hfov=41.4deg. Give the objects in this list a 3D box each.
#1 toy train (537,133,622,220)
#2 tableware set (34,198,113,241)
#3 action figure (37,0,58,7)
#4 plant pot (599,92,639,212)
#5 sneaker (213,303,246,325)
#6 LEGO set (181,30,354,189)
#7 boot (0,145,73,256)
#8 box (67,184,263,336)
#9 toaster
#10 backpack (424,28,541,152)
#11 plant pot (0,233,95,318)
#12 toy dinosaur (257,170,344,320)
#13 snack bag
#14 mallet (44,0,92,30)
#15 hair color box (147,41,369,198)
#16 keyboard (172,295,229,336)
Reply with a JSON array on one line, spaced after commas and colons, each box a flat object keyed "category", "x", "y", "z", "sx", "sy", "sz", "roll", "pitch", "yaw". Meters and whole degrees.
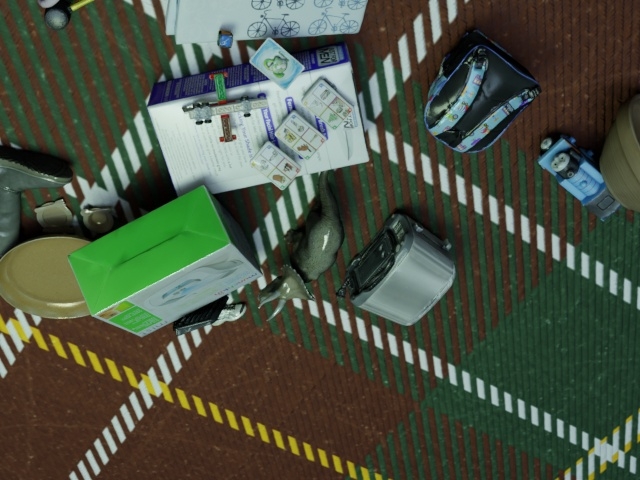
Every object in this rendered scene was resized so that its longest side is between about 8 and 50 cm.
[{"category": "toy train", "x": 0.474, "y": -0.119, "z": 1.540, "sx": 0.184, "sy": 0.105, "sz": 0.080, "roll": 34, "pitch": 115, "yaw": -24}, {"category": "tableware set", "x": -0.451, "y": -0.006, "z": 1.587, "sx": 0.141, "sy": 0.020, "sz": 0.168, "roll": -3, "pitch": 124, "yaw": -3}, {"category": "action figure", "x": -0.279, "y": -0.475, "z": 1.151, "sx": 0.370, "sy": 0.248, "sz": 0.275, "roll": -18, "pitch": 134, "yaw": 1}, {"category": "plant pot", "x": 0.570, "y": -0.130, "z": 1.486, "sx": 0.237, "sy": 0.237, "sz": 0.110, "roll": 34, "pitch": 138, "yaw": -24}, {"category": "sneaker", "x": -0.190, "y": 0.143, "z": 1.703, "sx": 0.083, "sy": 0.032, "sz": 0.037, "roll": -23, "pitch": 123, "yaw": 10}, {"category": "LEGO set", "x": -0.096, "y": -0.220, "z": 1.346, "sx": 0.244, "sy": 0.060, "sz": 0.182, "roll": 36, "pitch": 102, "yaw": -26}, {"category": "boot", "x": -0.543, "y": -0.059, "z": 1.511, "sx": 0.190, "sy": 0.076, "sz": 0.208, "roll": 16, "pitch": 116, "yaw": 0}, {"category": "box", "x": -0.264, "y": 0.043, "z": 1.490, "sx": 0.262, "sy": 0.126, "sz": 0.231, "roll": -27, "pitch": 161, "yaw": 1}, {"category": "toaster", "x": 0.151, "y": 0.068, "z": 1.625, "sx": 0.146, "sy": 0.129, "sz": 0.227, "roll": 28, "pitch": 116, "yaw": -24}, {"category": "backpack", "x": 0.258, "y": -0.243, "z": 1.429, "sx": 0.158, "sy": 0.117, "sz": 0.173, "roll": 28, "pitch": 117, "yaw": -22}, {"category": "plant pot", "x": -0.487, "y": 0.064, "z": 1.595, "sx": 0.236, "sy": 0.032, "sz": 0.236, "roll": -7, "pitch": 138, "yaw": -6}, {"category": "toy dinosaur", "x": 0.000, "y": 0.000, "z": 1.546, "sx": 0.121, "sy": 0.160, "sz": 0.313, "roll": 23, "pitch": 120, "yaw": -19}, {"category": "snack bag", "x": -0.049, "y": -0.428, "z": 1.217, "sx": 0.323, "sy": 0.037, "sz": 0.342, "roll": -7, "pitch": 145, "yaw": -22}, {"category": "mallet", "x": -0.348, "y": -0.390, "z": 1.332, "sx": 0.190, "sy": 0.062, "sz": 0.039, "roll": -29, "pitch": 124, "yaw": -3}, {"category": "hair color box", "x": -0.100, "y": -0.200, "z": 1.434, "sx": 0.339, "sy": 0.110, "sz": 0.185, "roll": -11, "pitch": 123, "yaw": 4}, {"category": "keyboard", "x": -0.238, "y": 0.142, "z": 1.615, "sx": 0.108, "sy": 0.180, "sz": 0.023, "roll": -20, "pitch": 98, "yaw": 6}]
